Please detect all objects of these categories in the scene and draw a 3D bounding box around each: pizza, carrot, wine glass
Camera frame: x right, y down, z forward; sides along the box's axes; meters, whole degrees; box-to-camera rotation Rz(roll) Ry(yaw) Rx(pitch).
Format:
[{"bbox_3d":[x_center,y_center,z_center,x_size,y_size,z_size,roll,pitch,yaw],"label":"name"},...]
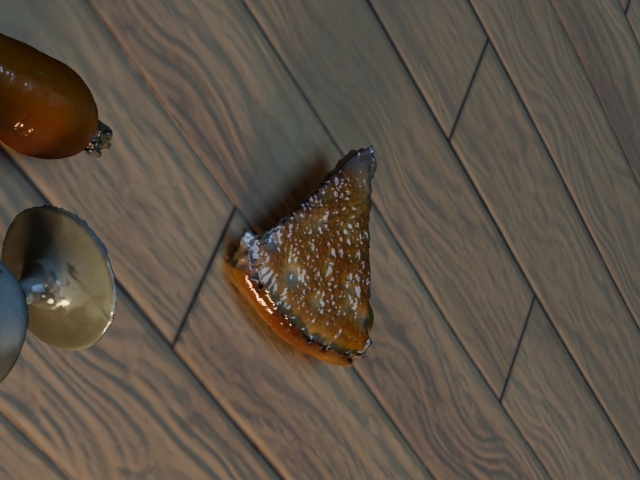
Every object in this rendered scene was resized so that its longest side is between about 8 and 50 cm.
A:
[{"bbox_3d":[0.000,0.000,1.462,0.185,0.052,0.195,45,57,-39],"label":"pizza"},{"bbox_3d":[-0.242,-0.118,1.073,0.336,0.069,0.069,28,66,-51],"label":"carrot"},{"bbox_3d":[-0.237,0.052,1.041,0.231,0.103,0.103,-22,108,-53],"label":"wine glass"}]
